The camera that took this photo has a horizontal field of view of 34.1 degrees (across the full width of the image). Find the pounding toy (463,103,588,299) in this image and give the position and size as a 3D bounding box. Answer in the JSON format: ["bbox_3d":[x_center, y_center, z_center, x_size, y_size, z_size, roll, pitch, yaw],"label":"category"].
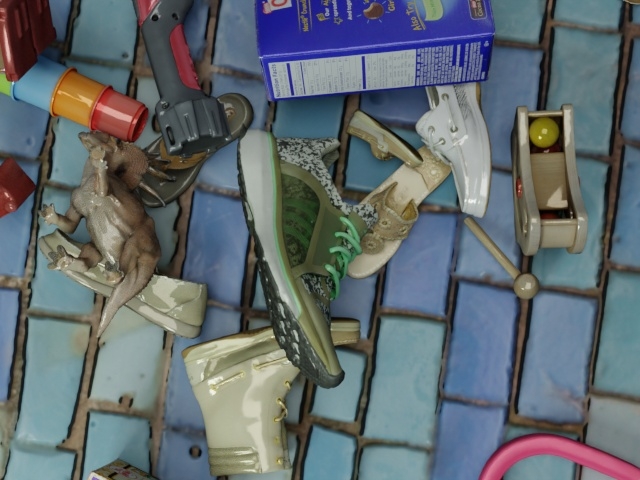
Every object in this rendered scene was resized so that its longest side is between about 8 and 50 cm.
[{"bbox_3d":[0.284,-0.054,1.463,0.155,0.154,0.269,-2,85,3],"label":"pounding toy"}]

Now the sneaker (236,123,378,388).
[{"bbox_3d":[0.000,0.000,1.429,0.182,0.158,0.410,-12,62,-7],"label":"sneaker"}]

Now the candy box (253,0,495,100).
[{"bbox_3d":[0.066,-0.344,1.473,0.317,0.122,0.268,-5,62,1],"label":"candy box"}]

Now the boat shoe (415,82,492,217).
[{"bbox_3d":[0.182,-0.158,1.487,0.096,0.098,0.277,-3,66,-5],"label":"boat shoe"}]

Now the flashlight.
[{"bbox_3d":[-0.202,-0.273,1.515,0.103,0.103,0.304,-26,74,26],"label":"flashlight"}]

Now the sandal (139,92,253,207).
[{"bbox_3d":[-0.191,-0.139,1.542,0.219,0.060,0.090,-38,84,-1],"label":"sandal"}]

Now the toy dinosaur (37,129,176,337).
[{"bbox_3d":[-0.272,-0.026,1.439,0.127,0.200,0.295,-13,88,24],"label":"toy dinosaur"}]

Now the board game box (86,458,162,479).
[{"bbox_3d":[-0.225,0.373,1.459,0.193,0.147,0.045,26,87,6],"label":"board game box"}]

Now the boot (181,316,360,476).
[{"bbox_3d":[-0.053,0.221,1.488,0.262,0.095,0.203,-13,84,4],"label":"boot"}]

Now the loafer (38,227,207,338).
[{"bbox_3d":[-0.279,0.047,1.517,0.268,0.102,0.092,29,86,-4],"label":"loafer"}]

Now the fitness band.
[{"bbox_3d":[0.359,0.394,1.477,0.291,0.054,0.209,22,84,4],"label":"fitness band"}]

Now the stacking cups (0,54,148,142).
[{"bbox_3d":[-0.412,-0.230,1.556,0.316,0.096,0.096,26,87,0],"label":"stacking cups"}]

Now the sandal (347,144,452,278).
[{"bbox_3d":[0.106,-0.051,1.510,0.088,0.079,0.240,40,88,5],"label":"sandal"}]

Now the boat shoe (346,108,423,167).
[{"bbox_3d":[0.093,-0.140,1.525,0.135,0.050,0.045,41,103,32],"label":"boat shoe"}]

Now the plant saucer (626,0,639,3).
[{"bbox_3d":[0.471,-0.389,1.550,0.083,0.015,0.083,0,86,3],"label":"plant saucer"}]

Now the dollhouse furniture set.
[{"bbox_3d":[-0.485,-0.198,1.473,0.201,0.152,0.374,7,126,5],"label":"dollhouse furniture set"}]
